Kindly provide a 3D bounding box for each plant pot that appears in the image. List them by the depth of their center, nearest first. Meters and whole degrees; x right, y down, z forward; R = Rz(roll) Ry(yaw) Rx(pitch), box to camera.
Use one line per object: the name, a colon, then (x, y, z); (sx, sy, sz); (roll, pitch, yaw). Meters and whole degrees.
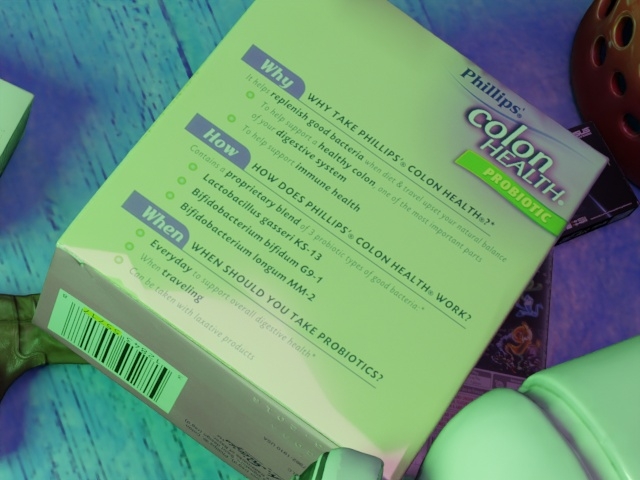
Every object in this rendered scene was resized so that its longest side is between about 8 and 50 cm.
plant pot: (0.282, -0.135, 1.227); (0.191, 0.174, 0.191); (8, 62, -16)

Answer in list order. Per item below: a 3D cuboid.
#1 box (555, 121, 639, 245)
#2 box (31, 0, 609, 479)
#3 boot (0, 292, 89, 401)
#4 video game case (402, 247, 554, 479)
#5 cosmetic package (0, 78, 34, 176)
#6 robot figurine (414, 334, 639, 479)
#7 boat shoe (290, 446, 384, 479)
box: (0.156, -0.034, 1.226); (0.083, 0.018, 0.067); (-20, 73, -24)
box: (0.000, 0.000, 1.050); (0.213, 0.117, 0.243); (35, 63, 1)
boot: (-0.150, 0.072, 1.075); (0.114, 0.037, 0.106); (-2, 68, -23)
video game case: (0.042, 0.060, 1.114); (0.190, 0.022, 0.173); (12, 64, -10)
cosmetic package: (-0.296, -0.085, 1.086); (0.239, 0.060, 0.099); (26, 59, -4)
robot figurine: (0.194, 0.143, 0.970); (0.353, 0.300, 0.200); (-20, 113, -13)
boat shoe: (-0.064, 0.232, 0.929); (0.105, 0.113, 0.306); (24, 102, 5)
